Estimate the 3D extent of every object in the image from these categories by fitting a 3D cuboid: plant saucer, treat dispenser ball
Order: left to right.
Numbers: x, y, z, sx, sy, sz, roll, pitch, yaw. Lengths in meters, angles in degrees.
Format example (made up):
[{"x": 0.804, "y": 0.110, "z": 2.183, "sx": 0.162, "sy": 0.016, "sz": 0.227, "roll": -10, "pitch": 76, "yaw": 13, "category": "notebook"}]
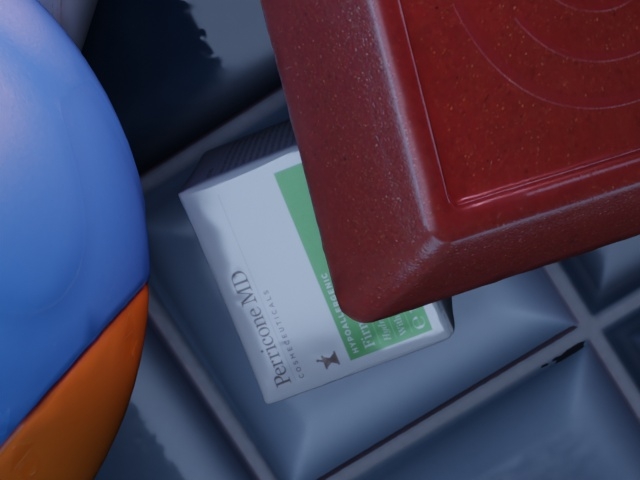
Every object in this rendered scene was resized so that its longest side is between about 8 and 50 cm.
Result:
[{"x": -0.205, "y": 0.013, "z": 0.671, "sx": 0.288, "sy": 0.288, "sz": 0.288, "roll": 0, "pitch": 100, "yaw": 2, "category": "treat dispenser ball"}, {"x": 0.101, "y": -0.122, "z": 0.744, "sx": 0.258, "sy": 0.048, "sz": 0.259, "roll": -17, "pitch": 98, "yaw": -21, "category": "plant saucer"}]

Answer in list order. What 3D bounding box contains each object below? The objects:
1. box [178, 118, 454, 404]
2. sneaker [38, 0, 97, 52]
[{"x": 0.000, "y": 0.000, "z": 0.798, "sx": 0.087, "sy": 0.102, "sz": 0.101, "roll": -21, "pitch": 100, "yaw": 7, "category": "box"}, {"x": -0.058, "y": -0.198, "z": 0.758, "sx": 0.152, "sy": 0.114, "sz": 0.305, "roll": 20, "pitch": 100, "yaw": 0, "category": "sneaker"}]
